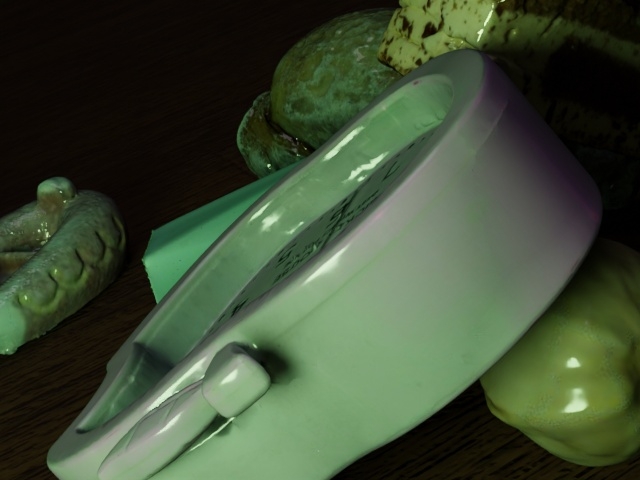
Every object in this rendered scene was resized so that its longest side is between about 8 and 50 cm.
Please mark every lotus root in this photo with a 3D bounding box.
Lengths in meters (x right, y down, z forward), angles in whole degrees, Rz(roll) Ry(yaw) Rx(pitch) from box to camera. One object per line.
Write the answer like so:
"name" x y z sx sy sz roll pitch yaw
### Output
"lotus root" 0.099 -0.098 1.252 0.349 0.175 0.175 7 30 32

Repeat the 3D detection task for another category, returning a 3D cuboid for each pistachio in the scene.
"pistachio" 0.140 0.058 0.882 0.124 0.124 0.185 -20 11 -8

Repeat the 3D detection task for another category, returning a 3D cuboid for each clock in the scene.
"clock" 0.005 0.036 0.890 0.338 0.102 0.338 -42 10 9

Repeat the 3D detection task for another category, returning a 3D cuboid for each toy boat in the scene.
"toy boat" -0.256 0.014 1.360 0.155 0.085 0.227 -4 24 34

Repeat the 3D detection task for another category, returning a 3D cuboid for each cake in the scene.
"cake" 0.156 -0.134 1.094 0.246 0.112 0.135 7 20 -43

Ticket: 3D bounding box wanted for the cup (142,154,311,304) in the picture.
"cup" 0.000 0.000 1.122 0.235 0.134 0.148 -18 48 11
